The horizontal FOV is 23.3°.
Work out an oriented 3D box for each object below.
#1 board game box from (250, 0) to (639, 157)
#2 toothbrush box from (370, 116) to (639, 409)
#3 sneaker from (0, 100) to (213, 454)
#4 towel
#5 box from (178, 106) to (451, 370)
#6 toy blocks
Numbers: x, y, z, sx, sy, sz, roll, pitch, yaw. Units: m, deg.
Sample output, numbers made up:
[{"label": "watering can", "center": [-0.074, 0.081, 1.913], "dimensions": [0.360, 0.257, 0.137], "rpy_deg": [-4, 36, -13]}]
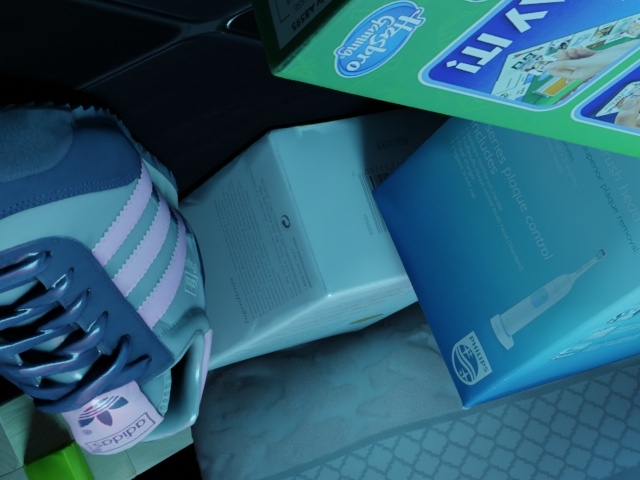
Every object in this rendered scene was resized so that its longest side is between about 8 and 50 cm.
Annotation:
[{"label": "board game box", "center": [0.160, -0.114, 0.297], "dimensions": [0.213, 0.046, 0.317], "rpy_deg": [9, 146, -37]}, {"label": "toothbrush box", "center": [0.195, -0.052, 0.701], "dimensions": [0.216, 0.126, 0.295], "rpy_deg": [-13, 162, -33]}, {"label": "sneaker", "center": [-0.106, 0.026, 0.669], "dimensions": [0.112, 0.131, 0.319], "rpy_deg": [-19, 171, 9]}, {"label": "towel", "center": [0.076, 0.075, 0.952], "dimensions": [0.331, 0.317, 0.053], "rpy_deg": [-18, 131, 1]}, {"label": "box", "center": [0.000, 0.000, 0.857], "dimensions": [0.130, 0.091, 0.170], "rpy_deg": [-13, 170, -34]}, {"label": "toy blocks", "center": [-0.240, 0.178, 1.310], "dimensions": [0.381, 0.191, 0.261], "rpy_deg": [-26, 180, 39]}]
